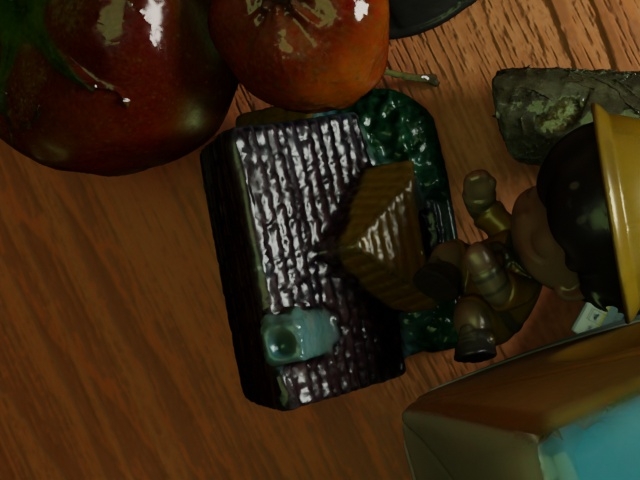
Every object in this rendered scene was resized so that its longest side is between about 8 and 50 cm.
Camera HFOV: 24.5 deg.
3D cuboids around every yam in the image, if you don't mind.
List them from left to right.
[{"bbox_3d":[0.253,-0.113,1.381,0.183,0.107,0.107,6,93,15],"label":"yam"}]

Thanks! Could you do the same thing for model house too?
[{"bbox_3d":[0.000,0.000,1.364,0.230,0.249,0.280,-13,89,12],"label":"model house"}]

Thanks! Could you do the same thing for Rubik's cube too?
[{"bbox_3d":[0.299,0.244,1.201,0.352,0.347,0.351,-20,92,-15],"label":"Rubik's cube"}]

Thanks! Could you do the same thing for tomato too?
[{"bbox_3d":[-0.200,-0.203,1.398,0.303,0.239,0.303,-7,79,39],"label":"tomato"}]

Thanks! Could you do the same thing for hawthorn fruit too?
[{"bbox_3d":[0.015,-0.179,1.351,0.165,0.285,0.165,-4,82,25],"label":"hawthorn fruit"}]

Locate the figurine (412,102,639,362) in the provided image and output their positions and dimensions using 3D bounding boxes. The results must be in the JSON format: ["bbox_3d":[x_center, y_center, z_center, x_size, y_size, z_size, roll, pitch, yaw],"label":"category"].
[{"bbox_3d":[0.216,-0.002,1.287,0.257,0.167,0.192,-32,54,33],"label":"figurine"}]

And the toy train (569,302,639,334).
[{"bbox_3d":[0.315,-0.005,1.394,0.051,0.052,0.234,30,98,15],"label":"toy train"}]

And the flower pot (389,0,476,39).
[{"bbox_3d":[0.052,-0.331,1.388,0.269,0.166,0.269,0,91,11],"label":"flower pot"}]
